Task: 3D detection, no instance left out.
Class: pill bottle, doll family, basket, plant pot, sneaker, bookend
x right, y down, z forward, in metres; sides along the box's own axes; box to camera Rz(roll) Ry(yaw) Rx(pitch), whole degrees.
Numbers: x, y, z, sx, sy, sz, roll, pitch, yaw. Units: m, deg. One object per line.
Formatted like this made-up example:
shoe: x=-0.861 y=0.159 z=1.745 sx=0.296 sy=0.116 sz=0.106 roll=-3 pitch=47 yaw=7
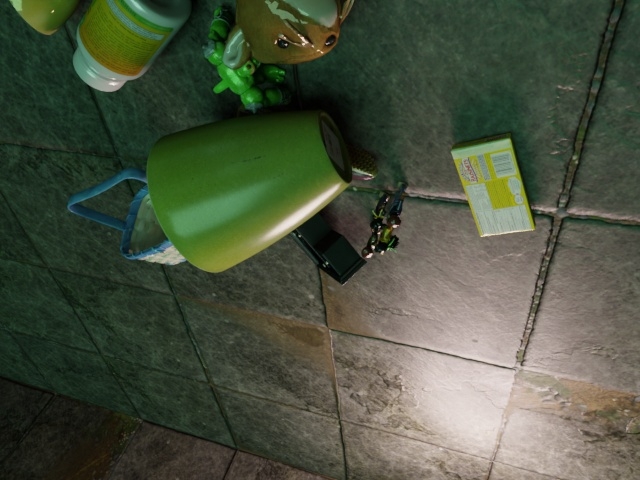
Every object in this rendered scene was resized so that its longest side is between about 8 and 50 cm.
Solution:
pill bottle: x=-0.352 y=-0.379 z=0.939 sx=0.246 sy=0.136 sz=0.136 roll=-28 pitch=115 yaw=41
doll family: x=0.131 y=-0.032 z=1.057 sx=0.076 sy=0.111 sz=0.193 roll=15 pitch=135 yaw=12
basket: x=-0.387 y=-0.060 z=1.189 sx=0.255 sy=0.201 sz=0.289 roll=-13 pitch=155 yaw=33
plant pot: x=-0.497 y=-0.462 z=0.951 sx=0.095 sy=0.134 sz=0.134 roll=-22 pitch=122 yaw=9
sneaker: x=0.025 y=-0.145 z=1.035 sx=0.186 sy=0.069 sz=0.083 roll=22 pitch=135 yaw=17
plant pot: x=-0.102 y=-0.113 z=0.934 sx=0.294 sy=0.274 sz=0.274 roll=-18 pitch=122 yaw=21
bookend: x=0.000 y=0.000 z=1.119 sx=0.156 sy=0.072 sz=0.157 roll=50 pitch=172 yaw=-24

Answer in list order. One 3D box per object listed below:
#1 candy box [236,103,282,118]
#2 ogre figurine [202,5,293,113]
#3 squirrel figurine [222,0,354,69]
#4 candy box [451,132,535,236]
candy box: x=-0.123 y=-0.187 z=1.075 sx=0.109 sy=0.053 sz=0.186 roll=23 pitch=135 yaw=4
ogre figurine: x=-0.133 y=-0.305 z=0.919 sx=0.097 sy=0.118 sz=0.197 roll=-1 pitch=131 yaw=27
squirrel figurine: x=-0.109 y=-0.442 z=0.722 sx=0.397 sy=0.281 sz=0.370 roll=25 pitch=149 yaw=22
candy box: x=0.324 y=-0.097 z=0.965 sx=0.105 sy=0.027 sz=0.205 roll=-6 pitch=128 yaw=33
